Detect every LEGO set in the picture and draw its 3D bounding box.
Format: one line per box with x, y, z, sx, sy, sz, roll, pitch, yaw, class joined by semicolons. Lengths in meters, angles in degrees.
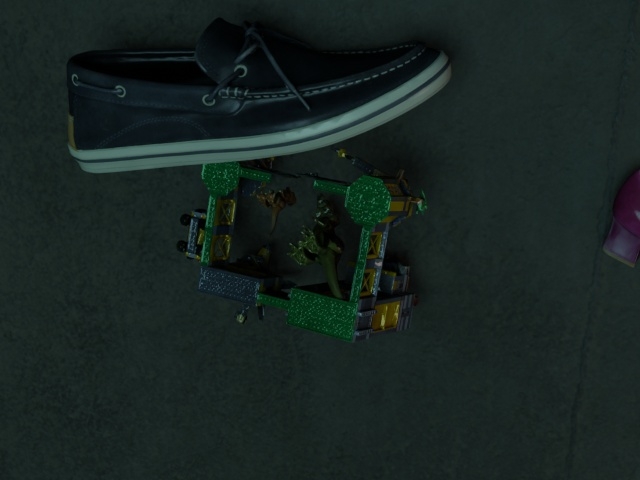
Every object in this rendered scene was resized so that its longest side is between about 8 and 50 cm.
0.000;0.000;1.433;0.331;0.192;0.255;4;94;30;LEGO set

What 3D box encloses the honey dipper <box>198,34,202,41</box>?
-0.161;-0.196;1.461;0.030;0.030;0.160;14;110;11;honey dipper

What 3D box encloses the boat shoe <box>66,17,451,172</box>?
-0.092;-0.194;1.341;0.500;0.187;0.156;-5;112;16;boat shoe

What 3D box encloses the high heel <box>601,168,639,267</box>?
0.470;0.003;1.320;0.244;0.082;0.117;27;127;19;high heel
